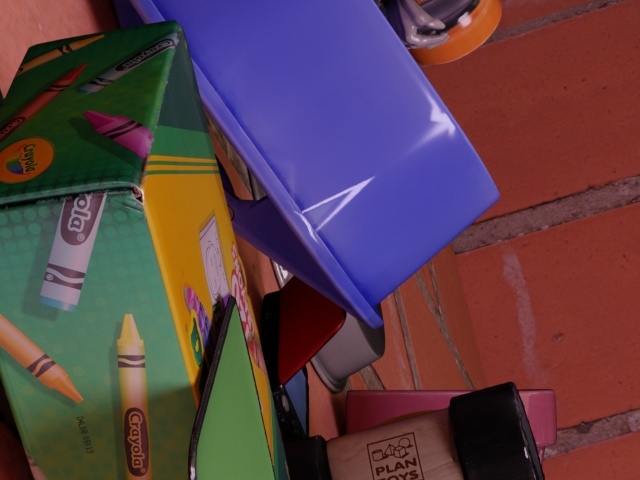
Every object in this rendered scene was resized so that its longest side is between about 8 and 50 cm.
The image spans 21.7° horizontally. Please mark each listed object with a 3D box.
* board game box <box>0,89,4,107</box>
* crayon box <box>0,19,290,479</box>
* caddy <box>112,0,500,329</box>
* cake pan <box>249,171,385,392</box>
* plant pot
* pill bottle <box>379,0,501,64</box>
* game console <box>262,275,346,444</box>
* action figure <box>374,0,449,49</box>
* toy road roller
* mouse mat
[{"bbox_3d":[-0.161,-0.015,0.720,0.186,0.026,0.126,-73,147,-74],"label":"board game box"},{"bbox_3d":[-0.080,0.061,0.775,0.165,0.081,0.278,-87,167,-60],"label":"crayon box"},{"bbox_3d":[-0.028,-0.096,1.189,0.341,0.179,0.241,54,2,-9],"label":"caddy"},{"bbox_3d":[0.000,0.000,1.617,0.293,0.054,0.293,-17,90,-81],"label":"cake pan"},{"bbox_3d":[0.123,0.229,1.564,0.201,0.201,0.180,26,63,-78],"label":"plant pot"},{"bbox_3d":[0.053,-0.250,1.291,0.245,0.130,0.130,55,18,-36],"label":"pill bottle"},{"bbox_3d":[-0.001,0.087,1.337,0.144,0.085,0.124,-90,161,-61],"label":"game console"},{"bbox_3d":[0.101,-0.217,1.154,0.276,0.164,0.141,-6,81,-38],"label":"action figure"},{"bbox_3d":[0.097,0.278,1.201,0.240,0.202,0.329,59,17,-58],"label":"toy road roller"},{"bbox_3d":[-0.030,0.136,0.731,0.152,0.007,0.189,-80,162,-66],"label":"mouse mat"}]
